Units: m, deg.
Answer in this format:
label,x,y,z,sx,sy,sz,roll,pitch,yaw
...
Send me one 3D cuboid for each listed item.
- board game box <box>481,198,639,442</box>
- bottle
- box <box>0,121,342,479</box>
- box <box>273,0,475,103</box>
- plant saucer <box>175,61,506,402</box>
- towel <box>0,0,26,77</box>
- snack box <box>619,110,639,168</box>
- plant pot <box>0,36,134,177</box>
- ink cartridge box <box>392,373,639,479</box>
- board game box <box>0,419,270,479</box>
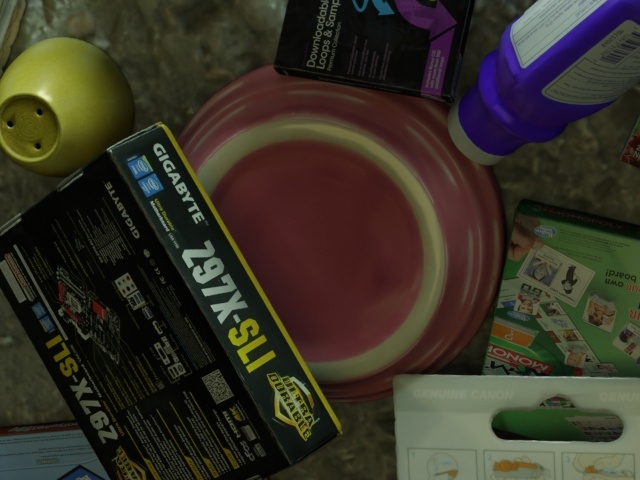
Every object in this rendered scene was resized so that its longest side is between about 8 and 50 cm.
label,x,y,z,sx,sy,sz,roll,pitch,yaw
board game box,0.309,0.102,1.573,0.317,0.046,0.213,14,110,11
bottle,0.210,-0.154,1.449,0.283,0.118,0.092,-40,61,49
box,-0.154,0.086,1.609,0.257,0.079,0.322,-31,89,49
box,0.048,-0.190,1.541,0.162,0.029,0.116,10,82,14
plant saucer,0.000,0.000,1.608,0.332,0.084,0.332,4,107,14
towel,-0.458,-0.193,1.693,0.317,0.053,0.331,24,110,7
snack box,0.380,-0.108,1.467,0.207,0.070,0.174,25,120,6
plant pot,-0.252,-0.114,1.636,0.134,0.095,0.134,5,108,14
ink cartridge box,0.229,0.301,1.624,0.308,0.091,0.385,-1,100,16
board game box,-0.187,0.246,1.764,0.281,0.027,0.145,-6,103,17
